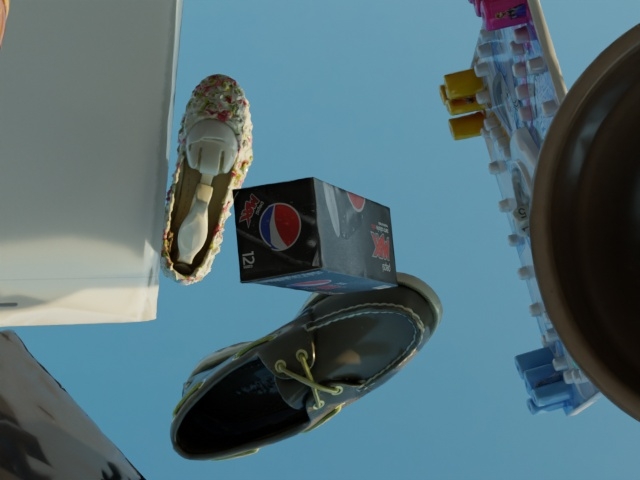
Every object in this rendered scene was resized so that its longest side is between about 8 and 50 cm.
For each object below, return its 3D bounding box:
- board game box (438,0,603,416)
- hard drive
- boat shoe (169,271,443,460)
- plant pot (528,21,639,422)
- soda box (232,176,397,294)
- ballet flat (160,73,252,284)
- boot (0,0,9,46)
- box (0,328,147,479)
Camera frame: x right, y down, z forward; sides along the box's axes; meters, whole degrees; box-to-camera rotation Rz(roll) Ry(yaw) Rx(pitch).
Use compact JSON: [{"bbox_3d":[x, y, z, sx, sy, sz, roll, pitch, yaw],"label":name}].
[{"bbox_3d":[0.196,-0.036,1.455,0.050,0.390,0.390,-14,-103,-3],"label":"board game box"},{"bbox_3d":[-0.180,-0.103,0.884,0.203,0.307,0.040,0,-168,-31],"label":"hard drive"},{"bbox_3d":[-0.018,0.123,1.392,0.305,0.109,0.091,-28,-161,34],"label":"boat shoe"},{"bbox_3d":[0.289,-0.003,0.935,0.263,0.263,0.229,26,-173,29],"label":"plant pot"},{"bbox_3d":[0.000,0.000,0.965,0.053,0.060,0.169,-7,173,17],"label":"soda box"},{"bbox_3d":[-0.125,-0.061,1.671,0.091,0.241,0.077,10,-168,-5],"label":"ballet flat"},{"bbox_3d":[-0.176,-0.091,0.421,0.197,0.073,0.152,29,-127,-25],"label":"boot"},{"bbox_3d":[-0.269,0.396,1.013,0.472,0.480,0.297,45,-164,13],"label":"box"}]
